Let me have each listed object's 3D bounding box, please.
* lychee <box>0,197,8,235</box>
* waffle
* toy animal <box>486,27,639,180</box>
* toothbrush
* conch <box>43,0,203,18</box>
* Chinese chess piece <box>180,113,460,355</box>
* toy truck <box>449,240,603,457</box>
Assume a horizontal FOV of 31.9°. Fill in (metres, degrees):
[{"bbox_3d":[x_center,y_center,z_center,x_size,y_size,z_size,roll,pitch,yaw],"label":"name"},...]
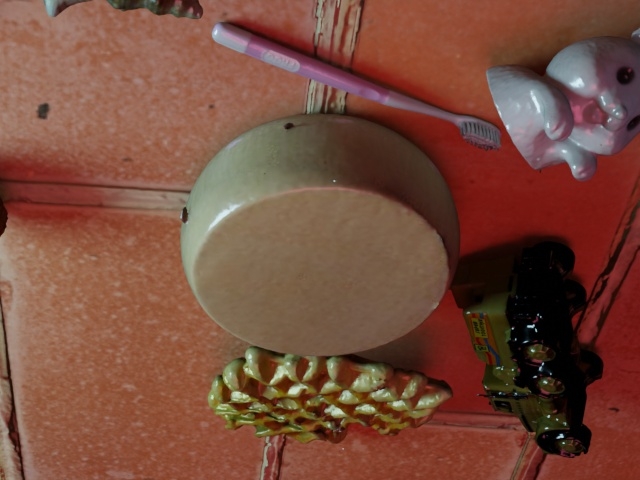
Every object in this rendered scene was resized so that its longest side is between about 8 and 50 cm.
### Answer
[{"bbox_3d":[-0.353,-0.021,1.035,0.101,0.114,0.140,-36,159,13],"label":"lychee"},{"bbox_3d":[0.009,0.174,1.253,0.261,0.056,0.250,13,152,-14],"label":"waffle"},{"bbox_3d":[0.261,-0.132,0.932,0.221,0.130,0.103,-22,118,16],"label":"toy animal"},{"bbox_3d":[0.038,-0.134,0.994,0.286,0.025,0.020,18,132,-18],"label":"toothbrush"},{"bbox_3d":[-0.179,-0.244,0.823,0.137,0.114,0.234,-33,123,11],"label":"conch"},{"bbox_3d":[0.000,0.000,1.076,0.273,0.102,0.273,-1,137,-1],"label":"Chinese chess piece"},{"bbox_3d":[0.224,0.124,1.197,0.127,0.127,0.257,-5,138,26],"label":"toy truck"}]
